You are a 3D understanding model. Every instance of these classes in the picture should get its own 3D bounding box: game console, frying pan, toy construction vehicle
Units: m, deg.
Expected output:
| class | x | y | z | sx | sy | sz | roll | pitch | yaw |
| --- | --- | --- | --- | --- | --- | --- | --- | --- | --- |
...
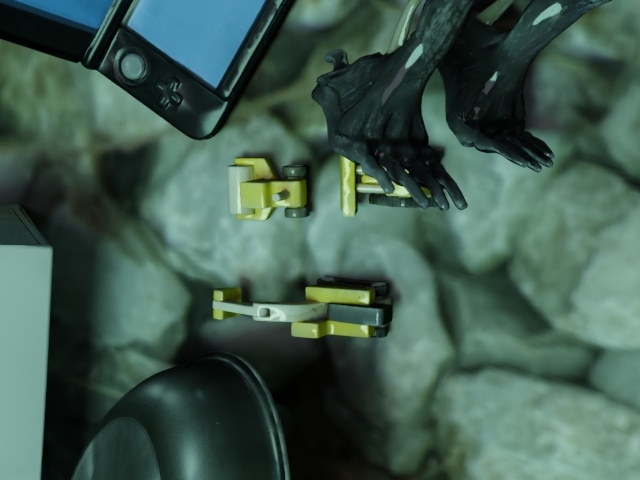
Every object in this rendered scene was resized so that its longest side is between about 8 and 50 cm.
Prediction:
| class | x | y | z | sx | sy | sz | roll | pitch | yaw |
| --- | --- | --- | --- | --- | --- | --- | --- | --- | --- |
| game console | -0.072 | -0.115 | 0.576 | 0.107 | 0.071 | 0.122 | 36 | 110 | 12 |
| frying pan | -0.064 | 0.191 | 0.529 | 0.197 | 0.053 | 0.326 | -49 | 36 | 41 |
| toy construction vehicle | 0.000 | 0.000 | 0.587 | 0.098 | 0.035 | 0.086 | 6 | 101 | 20 |

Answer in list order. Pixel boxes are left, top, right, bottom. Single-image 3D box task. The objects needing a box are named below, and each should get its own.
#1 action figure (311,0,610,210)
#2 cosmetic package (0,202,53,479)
| class | x | y | z | sx | sy | sz | roll | pitch | yaw |
| --- | --- | --- | --- | --- | --- | --- | --- | --- | --- |
| action figure | 0.099 | -0.146 | 0.464 | 0.141 | 0.164 | 0.276 | 38 | 121 | 32 |
| cosmetic package | -0.165 | 0.108 | 0.628 | 0.060 | 0.099 | 0.239 | 1 | 101 | -19 |
